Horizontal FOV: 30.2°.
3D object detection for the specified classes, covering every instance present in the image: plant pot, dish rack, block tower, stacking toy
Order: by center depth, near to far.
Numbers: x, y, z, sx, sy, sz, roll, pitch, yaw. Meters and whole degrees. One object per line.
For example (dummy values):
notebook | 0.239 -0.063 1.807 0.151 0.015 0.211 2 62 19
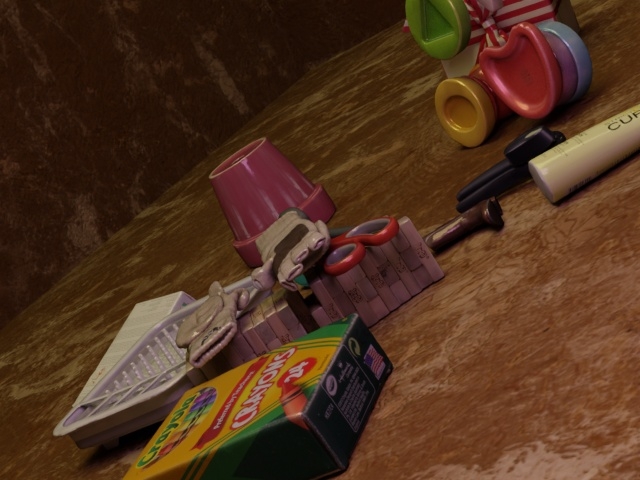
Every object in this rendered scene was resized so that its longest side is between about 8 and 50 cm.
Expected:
block tower | -0.010 0.095 1.513 0.335 0.091 0.097 -34 14 1
dish rack | -0.210 0.183 1.732 0.285 0.072 0.333 -26 15 35
stacking toy | 0.287 -0.315 1.877 0.130 0.280 0.309 -29 8 -27
plant pot | -0.102 -0.079 2.161 0.201 0.180 0.201 -32 14 9

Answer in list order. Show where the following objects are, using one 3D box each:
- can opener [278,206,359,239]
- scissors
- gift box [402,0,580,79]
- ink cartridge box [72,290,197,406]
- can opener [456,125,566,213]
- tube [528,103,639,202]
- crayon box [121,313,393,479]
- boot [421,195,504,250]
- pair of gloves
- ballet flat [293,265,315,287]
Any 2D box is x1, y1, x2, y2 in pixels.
can opener | 0.000 0.000 1.850 0.074 0.093 0.280 -39 18 -22
scissors | 0.001 0.015 1.539 0.109 0.021 0.297 -43 14 -23
gift box | 0.311 -0.401 2.162 0.276 0.255 0.258 -22 15 24
ink cartridge box | -0.313 0.198 2.024 0.181 0.056 0.225 -16 41 54
can opener | 0.257 -0.096 1.619 0.186 0.073 0.059 -36 17 37
tube | 0.373 -0.132 1.466 0.240 0.062 0.070 -30 53 0
crayon box | -0.091 0.214 1.307 0.318 0.081 0.202 -28 15 29
boot | 0.182 -0.015 1.550 0.114 0.037 0.106 -28 1 15
pair of gloves | -0.084 0.060 1.498 0.240 0.042 0.204 -45 16 -6
ballet flat | -0.001 0.049 1.791 0.041 0.041 0.114 -41 15 -27
